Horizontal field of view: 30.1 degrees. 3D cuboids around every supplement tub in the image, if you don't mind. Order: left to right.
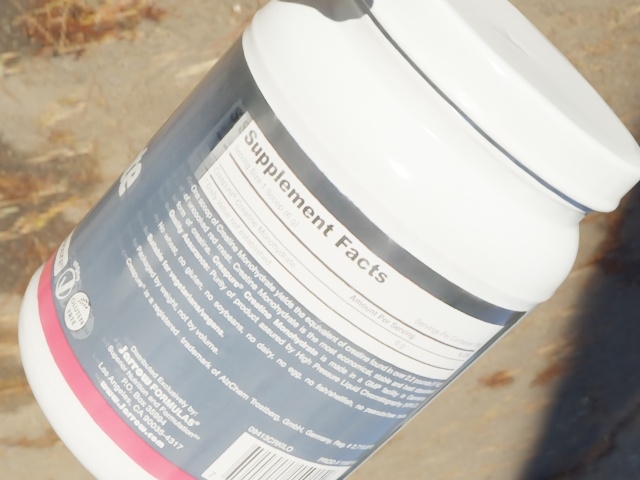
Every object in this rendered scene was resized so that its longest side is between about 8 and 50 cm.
[{"bbox_3d":[0.000,0.000,0.584,0.272,0.191,0.191,-46,145,21],"label":"supplement tub"}]
